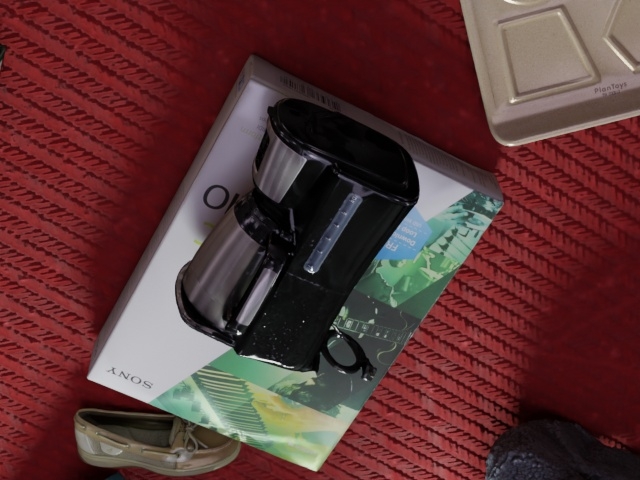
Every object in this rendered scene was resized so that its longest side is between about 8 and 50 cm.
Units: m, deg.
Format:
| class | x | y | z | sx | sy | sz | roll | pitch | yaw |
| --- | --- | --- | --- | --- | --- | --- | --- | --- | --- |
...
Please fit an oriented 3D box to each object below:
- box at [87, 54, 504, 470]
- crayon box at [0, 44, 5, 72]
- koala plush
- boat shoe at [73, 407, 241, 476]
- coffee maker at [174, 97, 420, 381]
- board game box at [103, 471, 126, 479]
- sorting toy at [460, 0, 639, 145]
| class | x | y | z | sx | sy | sz | roll | pitch | yaw |
| --- | --- | --- | --- | --- | --- | --- | --- | --- | --- |
| box | -0.029 | 0.033 | 1.000 | 0.232 | 0.058 | 0.322 | 24 | 118 | -14 |
| crayon box | -0.448 | -0.026 | 0.933 | 0.313 | 0.106 | 0.363 | 17 | 118 | -9 |
| koala plush | 0.199 | 0.298 | 1.097 | 0.203 | 0.196 | 0.221 | 32 | 116 | -5 |
| boat shoe | -0.150 | 0.180 | 1.088 | 0.153 | 0.056 | 0.048 | 4 | 125 | 5 |
| coffee maker | 0.000 | 0.000 | 0.899 | 0.171 | 0.120 | 0.178 | 13 | 123 | -35 |
| board game box | -0.161 | 0.431 | 1.123 | 0.336 | 0.079 | 0.254 | 43 | 116 | 15 |
| sorting toy | 0.202 | -0.190 | 0.888 | 0.193 | 0.038 | 0.208 | -14 | 115 | 7 |
